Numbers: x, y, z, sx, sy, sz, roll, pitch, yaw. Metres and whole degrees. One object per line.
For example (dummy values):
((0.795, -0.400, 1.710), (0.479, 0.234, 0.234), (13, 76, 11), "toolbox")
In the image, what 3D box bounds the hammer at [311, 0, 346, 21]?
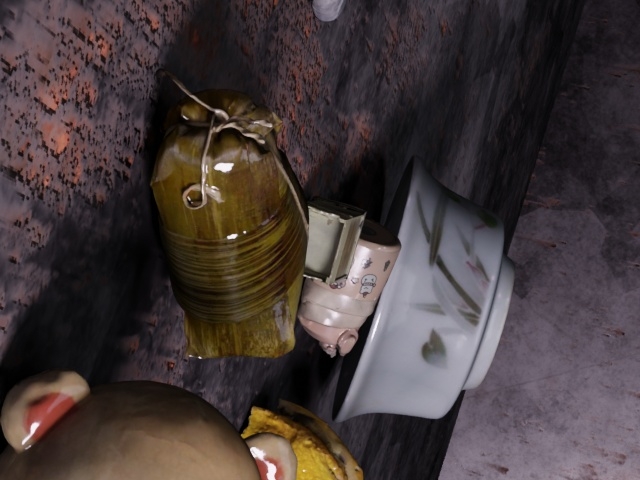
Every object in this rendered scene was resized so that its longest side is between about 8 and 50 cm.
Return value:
((0.016, -0.350, 1.204), (0.427, 0.044, 0.152), (89, 23, -54), "hammer")

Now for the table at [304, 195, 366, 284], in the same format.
((0.000, 0.000, 1.520), (0.083, 0.062, 0.079), (-20, 126, -74), "table")

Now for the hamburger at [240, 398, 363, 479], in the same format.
((-0.031, 0.326, 1.592), (0.144, 0.156, 0.283), (-2, 106, -77), "hamburger")

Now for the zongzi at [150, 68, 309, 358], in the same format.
((-0.065, -0.068, 1.137), (0.241, 0.111, 0.248), (-86, 173, -45), "zongzi")

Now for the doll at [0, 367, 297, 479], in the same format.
((-0.151, 0.250, 0.964), (0.174, 0.235, 0.330), (28, -85, 60), "doll")

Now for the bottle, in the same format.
((0.022, 0.051, 1.632), (0.152, 0.099, 0.099), (-69, 169, 20), "bottle")

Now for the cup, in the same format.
((0.139, 0.080, 1.814), (0.347, 0.163, 0.347), (-164, -90, -89), "cup")
